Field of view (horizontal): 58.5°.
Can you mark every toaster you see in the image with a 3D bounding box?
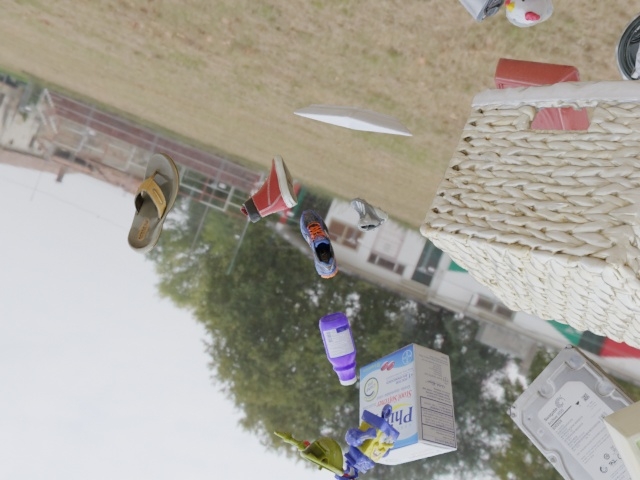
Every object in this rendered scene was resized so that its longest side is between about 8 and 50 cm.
[{"bbox_3d":[0.498,-0.782,1.704,0.146,0.129,0.227,47,150,10],"label":"toaster"}]

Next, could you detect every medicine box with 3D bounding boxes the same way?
[{"bbox_3d":[0.253,0.497,1.719,0.149,0.289,0.263,23,141,-27],"label":"medicine box"}]

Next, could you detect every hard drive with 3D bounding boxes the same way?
[{"bbox_3d":[0.611,0.430,1.277,0.064,0.237,0.339,25,-161,-39],"label":"hard drive"}]

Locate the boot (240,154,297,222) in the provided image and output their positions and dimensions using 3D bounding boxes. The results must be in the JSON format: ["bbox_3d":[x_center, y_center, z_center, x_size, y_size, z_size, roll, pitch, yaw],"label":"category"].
[{"bbox_3d":[-0.173,-0.162,1.775,0.088,0.176,0.244,57,-165,-39],"label":"boot"}]

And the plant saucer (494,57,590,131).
[{"bbox_3d":[0.490,-0.269,1.278,0.258,0.047,0.259,63,172,-28],"label":"plant saucer"}]

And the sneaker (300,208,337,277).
[{"bbox_3d":[0.000,0.000,1.734,0.087,0.083,0.221,93,155,-71],"label":"sneaker"}]

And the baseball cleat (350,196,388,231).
[{"bbox_3d":[0.157,-0.097,2.118,0.206,0.109,0.072,26,158,54],"label":"baseball cleat"}]

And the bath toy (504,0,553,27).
[{"bbox_3d":[0.487,-0.630,1.238,0.151,0.348,0.129,16,-139,8],"label":"bath toy"}]

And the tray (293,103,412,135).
[{"bbox_3d":[0.059,-0.247,1.148,0.145,0.030,0.270,8,-170,-26],"label":"tray"}]

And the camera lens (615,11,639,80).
[{"bbox_3d":[0.922,-0.504,1.505,0.219,0.220,0.274,23,-152,35],"label":"camera lens"}]

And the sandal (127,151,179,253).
[{"bbox_3d":[-0.295,-0.066,0.984,0.072,0.180,0.049,16,176,19],"label":"sandal"}]

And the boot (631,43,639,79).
[{"bbox_3d":[0.637,-0.303,1.044,0.123,0.258,0.095,1,-150,27],"label":"boot"}]

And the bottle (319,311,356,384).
[{"bbox_3d":[0.080,0.429,2.256,0.118,0.283,0.092,-16,-168,-2],"label":"bottle"}]

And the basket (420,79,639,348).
[{"bbox_3d":[0.388,-0.032,0.855,0.331,0.266,0.328,35,168,-37],"label":"basket"}]

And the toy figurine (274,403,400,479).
[{"bbox_3d":[0.084,0.468,1.379,0.191,0.217,0.362,25,161,44],"label":"toy figurine"}]

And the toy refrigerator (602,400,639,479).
[{"bbox_3d":[0.573,0.398,0.914,0.270,0.102,0.094,64,-176,-3],"label":"toy refrigerator"}]
